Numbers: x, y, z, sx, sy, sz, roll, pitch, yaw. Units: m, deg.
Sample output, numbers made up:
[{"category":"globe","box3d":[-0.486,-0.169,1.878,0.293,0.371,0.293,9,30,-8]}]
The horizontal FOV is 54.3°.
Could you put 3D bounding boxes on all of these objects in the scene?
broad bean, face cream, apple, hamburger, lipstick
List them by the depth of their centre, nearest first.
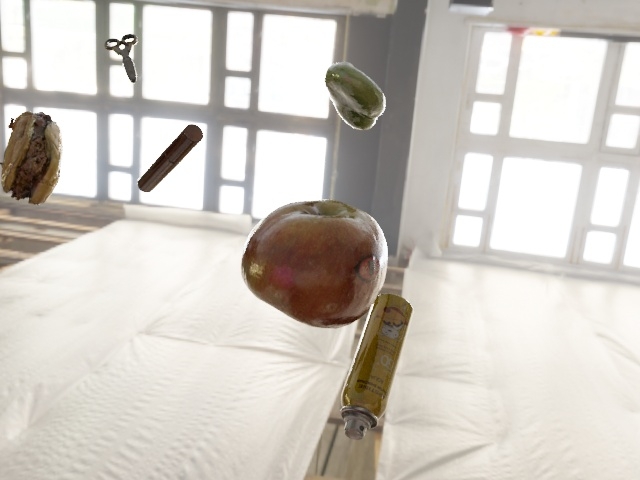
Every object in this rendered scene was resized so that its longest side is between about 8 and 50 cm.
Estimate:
[{"category":"apple","box3d":[-0.004,0.034,1.263,0.277,0.250,0.309,30,-174,17]},{"category":"face cream","box3d":[0.123,0.284,1.415,0.105,0.105,0.348,9,-131,19]},{"category":"broad bean","box3d":[0.086,-0.368,1.568,0.169,0.100,0.228,32,169,6]},{"category":"lipstick","box3d":[-0.417,-0.216,1.703,0.057,0.057,0.357,-6,166,-37]},{"category":"hamburger","box3d":[-0.844,-0.251,1.842,0.155,0.282,0.245,20,176,-37]}]

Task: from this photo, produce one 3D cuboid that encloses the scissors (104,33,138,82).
[{"category":"scissors","box3d":[-0.495,-0.463,1.591,0.088,0.017,0.220,-17,-130,-12]}]
